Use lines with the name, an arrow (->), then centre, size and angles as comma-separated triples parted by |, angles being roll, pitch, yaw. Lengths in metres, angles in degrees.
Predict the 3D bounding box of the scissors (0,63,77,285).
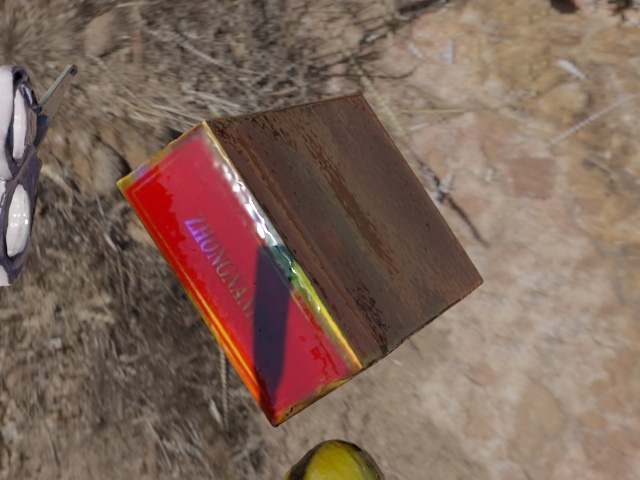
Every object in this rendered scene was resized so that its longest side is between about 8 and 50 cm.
scissors -> -0.135, -0.054, 0.651 | 0.015, 0.189, 0.100 | 6, 114, -1

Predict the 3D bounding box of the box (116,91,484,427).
box -> 0.000, -0.001, 1.027 | 0.089, 0.313, 0.197 | -34, 86, 22

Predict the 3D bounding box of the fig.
fig -> 0.017, 0.184, 0.957 | 0.074, 0.074, 0.088 | -44, 63, -4
